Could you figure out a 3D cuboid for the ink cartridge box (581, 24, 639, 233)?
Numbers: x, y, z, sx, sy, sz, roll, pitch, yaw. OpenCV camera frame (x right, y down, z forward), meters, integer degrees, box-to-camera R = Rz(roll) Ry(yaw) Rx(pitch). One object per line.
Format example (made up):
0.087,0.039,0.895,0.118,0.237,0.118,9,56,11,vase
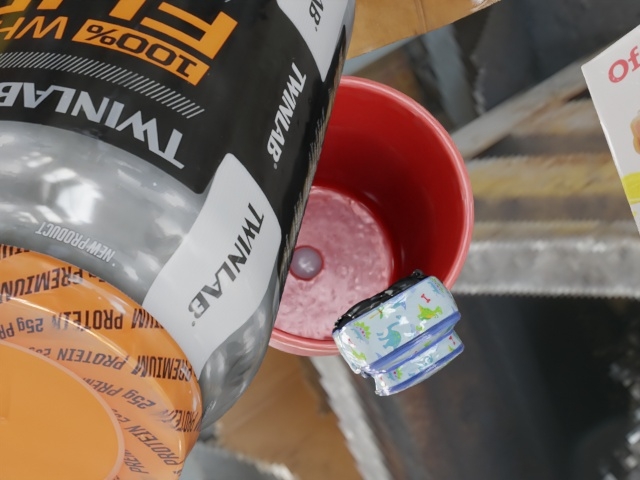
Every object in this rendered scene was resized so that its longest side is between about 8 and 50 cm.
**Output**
0.441,-0.068,1.619,0.279,0.160,0.384,-36,54,34,ink cartridge box

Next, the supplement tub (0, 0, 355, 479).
-0.100,-0.036,0.801,0.194,0.316,0.193,7,136,7,supplement tub

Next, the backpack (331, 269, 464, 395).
0.070,0.077,1.434,0.084,0.105,0.114,58,175,5,backpack

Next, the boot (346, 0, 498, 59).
-0.014,-0.272,1.282,0.096,0.264,0.280,-107,0,-68,boot

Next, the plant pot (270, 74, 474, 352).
0.000,0.000,1.733,0.275,0.275,0.243,52,167,7,plant pot
